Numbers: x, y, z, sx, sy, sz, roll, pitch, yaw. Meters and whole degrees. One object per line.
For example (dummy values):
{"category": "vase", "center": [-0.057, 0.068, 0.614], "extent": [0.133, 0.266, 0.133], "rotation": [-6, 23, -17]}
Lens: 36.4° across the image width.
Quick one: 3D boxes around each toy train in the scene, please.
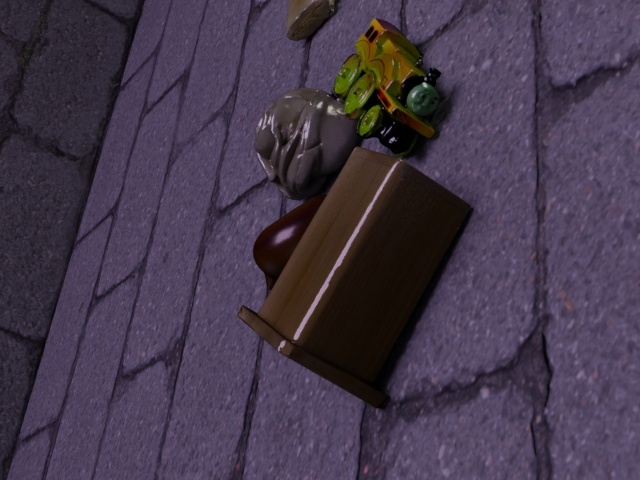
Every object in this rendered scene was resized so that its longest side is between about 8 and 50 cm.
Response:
{"category": "toy train", "center": [0.114, -0.250, 1.595], "extent": [0.160, 0.101, 0.296], "rotation": [-52, 29, 19]}

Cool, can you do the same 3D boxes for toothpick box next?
{"category": "toothpick box", "center": [0.055, 0.041, 1.375], "extent": [0.308, 0.190, 0.187], "rotation": [-60, 26, -1]}

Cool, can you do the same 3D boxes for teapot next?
{"category": "teapot", "center": [0.000, 0.000, 1.580], "extent": [0.252, 0.135, 0.178], "rotation": [-30, 10, 23]}

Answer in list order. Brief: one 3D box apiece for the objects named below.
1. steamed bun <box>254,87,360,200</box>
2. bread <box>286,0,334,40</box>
{"category": "steamed bun", "center": [-0.043, -0.194, 1.780], "extent": [0.211, 0.144, 0.218], "rotation": [-52, 30, 22]}
{"category": "bread", "center": [-0.020, -0.532, 2.125], "extent": [0.139, 0.060, 0.178], "rotation": [-38, 36, 40]}
